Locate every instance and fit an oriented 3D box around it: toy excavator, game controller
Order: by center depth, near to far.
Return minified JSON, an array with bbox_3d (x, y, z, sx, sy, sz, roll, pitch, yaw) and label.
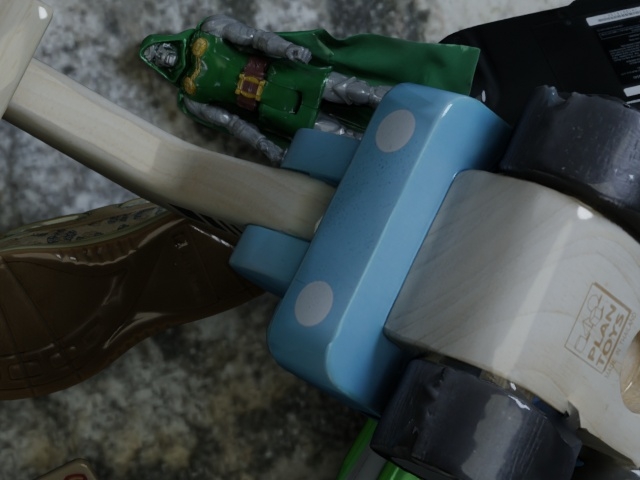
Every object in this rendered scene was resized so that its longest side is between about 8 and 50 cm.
[{"bbox_3d":[0.000,0.000,1.046,0.433,0.445,0.222,33,77,-44],"label":"toy excavator"},{"bbox_3d":[0.236,-0.113,1.241,0.319,0.067,0.166,-13,49,-12],"label":"game controller"}]

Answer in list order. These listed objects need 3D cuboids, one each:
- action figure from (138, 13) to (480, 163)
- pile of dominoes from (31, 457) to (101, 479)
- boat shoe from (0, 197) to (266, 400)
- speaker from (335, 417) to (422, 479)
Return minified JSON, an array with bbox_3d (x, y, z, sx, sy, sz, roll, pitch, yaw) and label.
[{"bbox_3d":[-0.019,-0.099,1.189,0.232,0.063,0.137,19,105,13],"label":"action figure"},{"bbox_3d":[-0.132,0.271,1.147,0.251,0.040,0.196,34,108,-9],"label":"pile of dominoes"},{"bbox_3d":[-0.157,0.031,1.176,0.285,0.089,0.104,-16,107,-8],"label":"boat shoe"},{"bbox_3d":[0.104,0.135,1.198,0.131,0.131,0.296,32,82,-9],"label":"speaker"}]
